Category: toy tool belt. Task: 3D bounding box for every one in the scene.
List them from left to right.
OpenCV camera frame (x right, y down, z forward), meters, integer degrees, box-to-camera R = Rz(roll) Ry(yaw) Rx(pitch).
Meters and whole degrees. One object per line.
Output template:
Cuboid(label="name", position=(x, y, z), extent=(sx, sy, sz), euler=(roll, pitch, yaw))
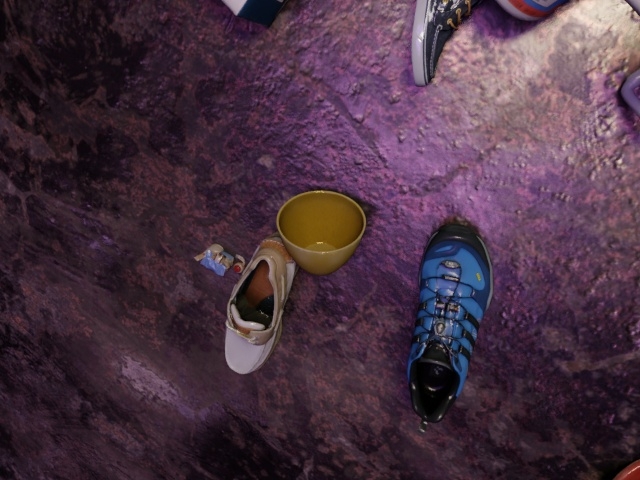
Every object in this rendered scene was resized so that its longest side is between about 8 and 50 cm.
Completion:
Cuboid(label="toy tool belt", position=(-0.186, 0.043, 0.777), extent=(0.083, 0.051, 0.052), euler=(26, 114, 9))

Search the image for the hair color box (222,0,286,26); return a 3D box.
Cuboid(label="hair color box", position=(-0.156, -0.487, 0.562), extent=(0.347, 0.105, 0.174), euler=(47, 116, -1))

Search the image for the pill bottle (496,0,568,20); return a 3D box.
Cuboid(label="pill bottle", position=(0.272, -0.327, 0.396), extent=(0.124, 0.124, 0.221), euler=(59, 155, -6))

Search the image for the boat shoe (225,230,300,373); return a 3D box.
Cuboid(label="boat shoe", position=(-0.122, 0.128, 0.754), extent=(0.113, 0.103, 0.302), euler=(23, 114, 11))

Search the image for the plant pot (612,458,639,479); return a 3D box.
Cuboid(label="plant pot", position=(0.569, 0.478, 0.553), extent=(0.272, 0.272, 0.265), euler=(-32, 103, 25))

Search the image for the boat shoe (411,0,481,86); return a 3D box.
Cuboid(label="boat shoe", position=(0.165, -0.291, 0.534), extent=(0.083, 0.065, 0.183), euler=(9, 109, 18))

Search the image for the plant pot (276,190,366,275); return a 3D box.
Cuboid(label="plant pot", position=(0.000, 0.000, 0.667), extent=(0.134, 0.134, 0.095), euler=(17, 139, 14))

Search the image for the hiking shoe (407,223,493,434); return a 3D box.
Cuboid(label="hiking shoe", position=(0.193, 0.129, 0.626), extent=(0.113, 0.132, 0.304), euler=(6, 109, 18))

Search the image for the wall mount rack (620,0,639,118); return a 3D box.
Cuboid(label="wall mount rack", position=(0.435, -0.243, 0.361), extent=(0.304, 0.350, 0.130), euler=(-30, 61, 27))
